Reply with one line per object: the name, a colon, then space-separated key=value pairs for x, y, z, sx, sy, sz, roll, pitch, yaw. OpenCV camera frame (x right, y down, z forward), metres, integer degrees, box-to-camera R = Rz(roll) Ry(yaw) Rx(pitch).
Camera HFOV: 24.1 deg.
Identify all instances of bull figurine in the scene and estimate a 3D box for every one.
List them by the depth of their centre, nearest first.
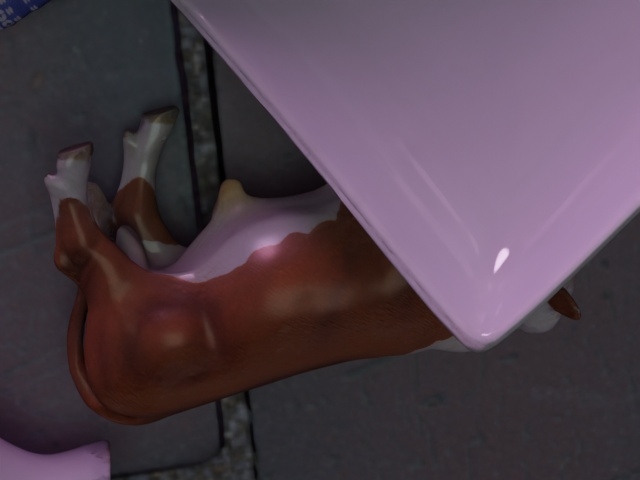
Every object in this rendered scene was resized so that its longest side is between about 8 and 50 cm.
bull figurine: x=0.000 y=0.000 z=0.835 sx=0.310 sy=0.101 sz=0.188 roll=-18 pitch=102 yaw=-6

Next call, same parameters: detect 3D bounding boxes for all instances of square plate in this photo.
square plate: x=0.099 y=-0.181 z=0.735 sx=0.347 sy=0.049 sz=0.344 roll=-43 pitch=69 yaw=7

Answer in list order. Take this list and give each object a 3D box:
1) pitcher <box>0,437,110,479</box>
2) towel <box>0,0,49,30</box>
pitcher: x=-0.247 y=0.158 z=0.854 sx=0.207 sy=0.125 sz=0.178 roll=20 pitch=120 yaw=-24
towel: x=-0.107 y=-0.278 z=0.733 sx=0.336 sy=0.040 sz=0.243 roll=-29 pitch=101 yaw=12
